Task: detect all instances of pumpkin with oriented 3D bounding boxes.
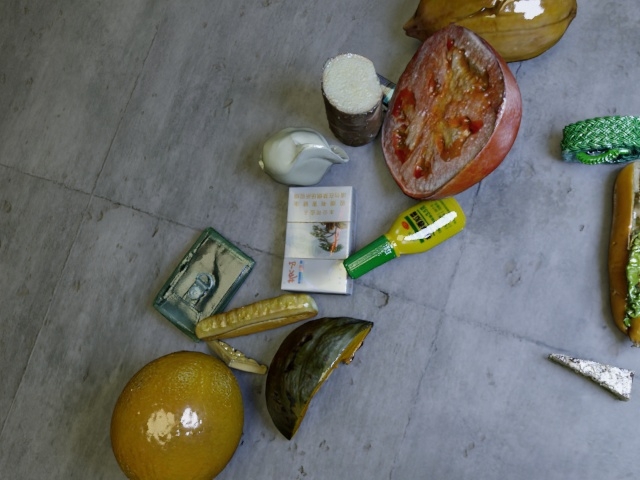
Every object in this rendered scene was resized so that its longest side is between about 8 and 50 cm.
[{"bbox_3d":[-0.041,0.252,0.968,0.148,0.169,0.312,34,91,20],"label":"pumpkin"}]

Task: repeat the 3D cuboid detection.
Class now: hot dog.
[{"bbox_3d":[-0.144,0.168,1.068,0.285,0.088,0.061,-14,65,9],"label":"hot dog"},{"bbox_3d":[0.576,0.020,0.835,0.135,0.100,0.338,6,80,20],"label":"hot dog"}]

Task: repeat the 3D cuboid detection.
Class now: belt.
[{"bbox_3d":[0.519,-0.173,0.888,0.151,0.121,0.079,4,85,33],"label":"belt"}]

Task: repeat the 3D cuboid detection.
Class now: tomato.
[{"bbox_3d":[0.264,-0.231,0.946,0.338,0.143,0.339,-31,53,55],"label":"tomato"}]

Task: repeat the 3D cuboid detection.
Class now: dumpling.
[{"bbox_3d":[-0.043,-0.186,1.071,0.250,0.162,0.132,10,102,55],"label":"dumpling"}]

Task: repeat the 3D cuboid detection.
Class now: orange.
[{"bbox_3d":[-0.283,0.361,0.983,0.274,0.274,0.275,-4,77,19],"label":"orange"}]

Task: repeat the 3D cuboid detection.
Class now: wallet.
[{"bbox_3d":[-0.279,0.102,1.152,0.160,0.055,0.236,35,91,16],"label":"wallet"}]

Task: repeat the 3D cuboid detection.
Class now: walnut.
[{"bbox_3d":[0.330,-0.458,0.978,0.336,0.209,0.209,0,78,25],"label":"walnut"}]

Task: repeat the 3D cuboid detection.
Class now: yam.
[{"bbox_3d":[0.070,-0.282,1.018,0.128,0.238,0.130,14,84,8],"label":"yam"}]

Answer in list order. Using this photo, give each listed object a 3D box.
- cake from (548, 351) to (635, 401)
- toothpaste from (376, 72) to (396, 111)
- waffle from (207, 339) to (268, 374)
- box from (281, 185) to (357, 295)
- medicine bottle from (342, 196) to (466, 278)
[{"bbox_3d":[0.479,0.224,0.854,0.140,0.051,0.055,29,83,23],"label":"cake"},{"bbox_3d":[0.134,-0.343,1.106,0.193,0.045,0.071,40,102,16],"label":"toothpaste"},{"bbox_3d":[-0.194,0.260,1.105,0.152,0.097,0.023,19,87,54],"label":"waffle"},{"bbox_3d":[0.000,0.001,1.064,0.149,0.067,0.233,0,79,20],"label":"box"},{"bbox_3d":[0.165,-0.003,0.982,0.260,0.064,0.095,-30,77,-1],"label":"medicine bottle"}]
